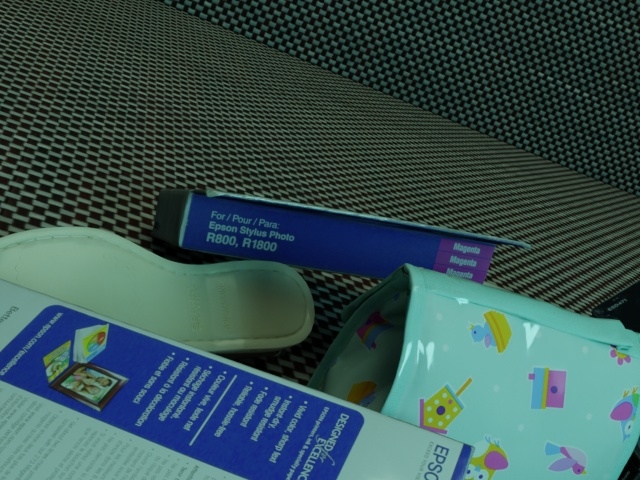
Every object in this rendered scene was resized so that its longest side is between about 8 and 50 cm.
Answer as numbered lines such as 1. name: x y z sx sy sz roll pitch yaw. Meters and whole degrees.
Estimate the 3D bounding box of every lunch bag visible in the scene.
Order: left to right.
1. lunch bag: 0.103 0.148 0.680 0.223 0.262 0.160 18 22 -18

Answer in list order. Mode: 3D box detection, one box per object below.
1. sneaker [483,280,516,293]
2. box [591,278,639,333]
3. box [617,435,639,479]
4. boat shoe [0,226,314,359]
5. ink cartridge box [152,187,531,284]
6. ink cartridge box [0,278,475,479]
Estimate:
1. sneaker: 0.267 0.145 1.119 0.322 0.130 0.236 17 -4 21
2. box: 0.418 0.192 0.769 0.294 0.182 0.296 56 5 -29
3. box: 0.220 0.218 0.762 0.077 0.180 0.147 19 22 -21
4. boat shoe: -0.163 0.062 0.812 0.324 0.096 0.117 6 68 -35
5. ink cartridge box: 0.000 0.000 0.954 0.323 0.072 0.330 9 2 -17
6. ink cartridge box: -0.110 0.140 0.538 0.370 0.069 0.176 15 39 17
